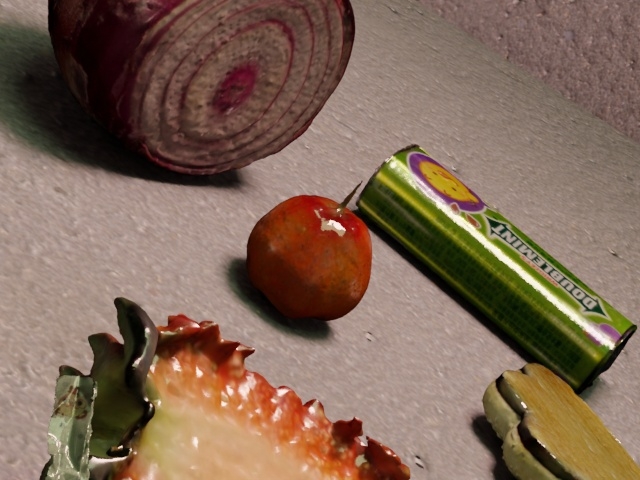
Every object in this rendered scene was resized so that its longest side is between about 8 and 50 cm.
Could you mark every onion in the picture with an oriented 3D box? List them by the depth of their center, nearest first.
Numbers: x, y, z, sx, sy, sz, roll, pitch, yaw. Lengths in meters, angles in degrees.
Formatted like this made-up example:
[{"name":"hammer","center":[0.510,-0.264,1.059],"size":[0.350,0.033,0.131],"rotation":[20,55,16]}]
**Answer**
[{"name":"onion","center":[-0.137,-0.239,1.581],"size":[0.336,0.282,0.260],"rotation":[7,38,-53]}]

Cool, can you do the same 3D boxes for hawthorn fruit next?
[{"name":"hawthorn fruit","center":[-0.007,0.010,1.483],"size":[0.125,0.140,0.125],"rotation":[21,-10,4]}]

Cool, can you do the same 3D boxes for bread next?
[{"name":"bread","center":[0.247,0.221,1.504],"size":[0.207,0.056,0.286],"rotation":[20,25,-43]}]

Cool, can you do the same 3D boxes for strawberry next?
[{"name":"strawberry","center":[-0.060,0.198,0.993],"size":[0.306,0.137,0.233],"rotation":[38,41,-31]}]

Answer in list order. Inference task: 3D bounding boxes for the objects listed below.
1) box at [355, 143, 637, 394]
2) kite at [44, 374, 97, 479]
[{"name":"box","center":[0.208,0.030,1.807],"size":[0.345,0.097,0.134],"rotation":[41,22,13]},{"name":"kite","center":[-0.156,0.187,0.813],"size":[0.323,0.013,0.268],"rotation":[8,55,6]}]
